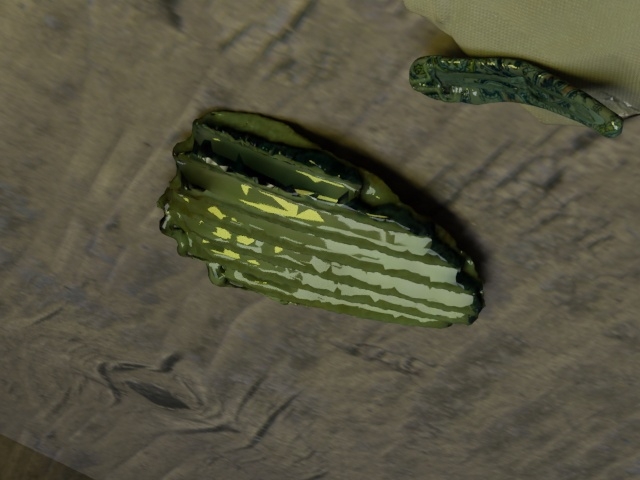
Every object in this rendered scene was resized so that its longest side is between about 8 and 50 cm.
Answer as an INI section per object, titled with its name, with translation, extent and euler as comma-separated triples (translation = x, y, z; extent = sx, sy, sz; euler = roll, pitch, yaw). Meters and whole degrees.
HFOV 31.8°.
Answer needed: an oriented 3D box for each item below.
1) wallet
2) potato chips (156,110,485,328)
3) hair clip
[wallet]
translation = 0.240, -0.209, 0.968
extent = 0.275, 0.068, 0.335
euler = 45, 146, -25
[potato chips]
translation = 0.000, 0.000, 1.384
extent = 0.429, 0.070, 0.358
euler = 16, 148, 10
[hair clip]
translation = 0.179, -0.136, 1.035
extent = 0.229, 0.036, 0.066
euler = 21, 152, 37
